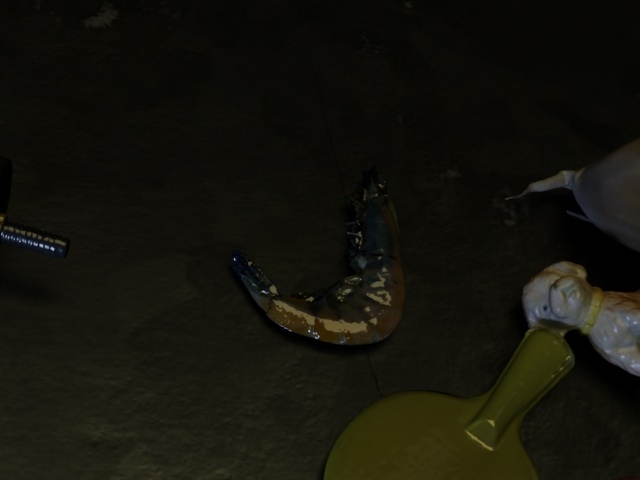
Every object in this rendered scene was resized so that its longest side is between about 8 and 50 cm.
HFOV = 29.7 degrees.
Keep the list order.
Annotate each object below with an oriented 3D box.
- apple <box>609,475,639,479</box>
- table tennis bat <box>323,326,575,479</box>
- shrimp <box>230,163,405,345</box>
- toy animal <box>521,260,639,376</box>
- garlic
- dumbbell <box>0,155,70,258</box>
[{"bbox_3d":[0.311,0.303,1.180,0.154,0.120,0.153,9,51,-12],"label":"apple"},{"bbox_3d":[0.152,0.217,1.243,0.224,0.054,0.368,36,54,12],"label":"table tennis bat"},{"bbox_3d":[0.000,0.000,1.358,0.198,0.051,0.261,11,53,-10],"label":"shrimp"},{"bbox_3d":[0.329,0.080,1.400,0.185,0.104,0.184,14,19,14],"label":"toy animal"},{"bbox_3d":[0.441,-0.005,1.444,0.246,0.231,0.340,-37,33,-30],"label":"garlic"},{"bbox_3d":[-0.406,-0.036,1.182,0.326,0.143,0.143,16,50,-7],"label":"dumbbell"}]
